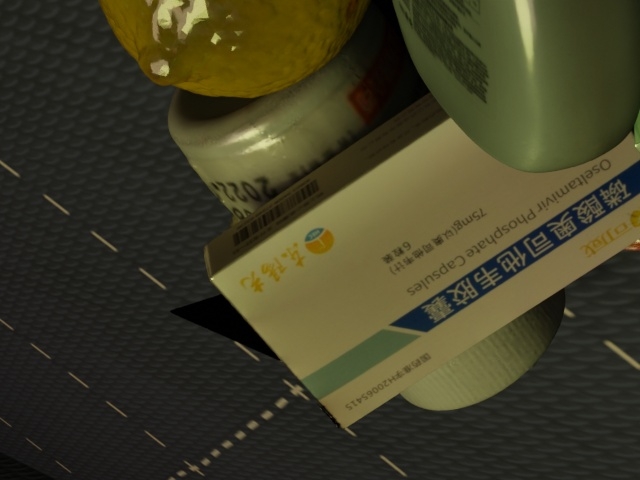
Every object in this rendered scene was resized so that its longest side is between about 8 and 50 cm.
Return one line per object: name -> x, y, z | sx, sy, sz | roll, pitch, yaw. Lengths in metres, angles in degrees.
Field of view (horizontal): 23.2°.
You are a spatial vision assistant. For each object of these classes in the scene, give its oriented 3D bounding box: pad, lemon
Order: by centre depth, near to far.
lemon -> -0.064, -0.222, 1.159 | 0.228, 0.253, 0.228 | 3, 150, 2
pad -> -0.022, 0.078, 1.706 | 0.159, 0.265, 0.009 | 22, 112, 32

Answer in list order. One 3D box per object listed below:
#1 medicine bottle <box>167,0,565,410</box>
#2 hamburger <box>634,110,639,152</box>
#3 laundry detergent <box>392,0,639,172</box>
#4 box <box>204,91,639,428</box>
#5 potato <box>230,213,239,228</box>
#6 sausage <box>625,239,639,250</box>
medicine bottle -> 0.049, -0.034, 1.400 | 0.211, 0.211, 0.371 | 3, 140, 51
hamburger -> 0.280, -0.121, 1.041 | 0.235, 0.125, 0.214 | 40, 155, 53
laundry detergent -> 0.109, -0.258, 0.972 | 0.398, 0.124, 0.264 | 80, 165, -47
box -> 0.099, -0.010, 1.262 | 0.200, 0.343, 0.065 | 51, -169, -30
potato -> 0.000, 0.000, 1.629 | 0.117, 0.202, 0.182 | 0, -169, -37
sausage -> 0.258, -0.008, 1.388 | 0.107, 0.031, 0.031 | 10, 145, 46
